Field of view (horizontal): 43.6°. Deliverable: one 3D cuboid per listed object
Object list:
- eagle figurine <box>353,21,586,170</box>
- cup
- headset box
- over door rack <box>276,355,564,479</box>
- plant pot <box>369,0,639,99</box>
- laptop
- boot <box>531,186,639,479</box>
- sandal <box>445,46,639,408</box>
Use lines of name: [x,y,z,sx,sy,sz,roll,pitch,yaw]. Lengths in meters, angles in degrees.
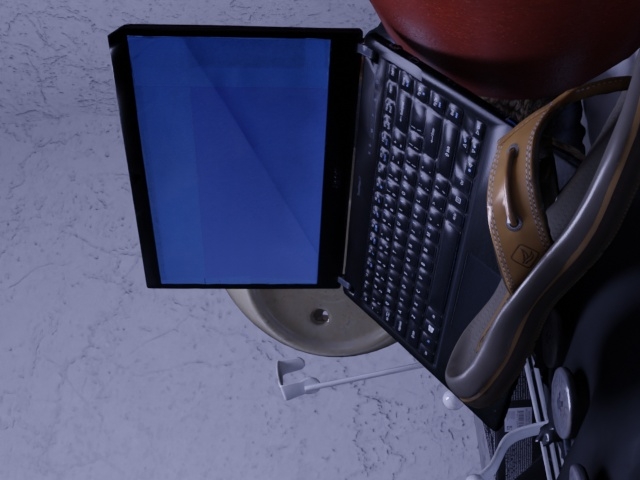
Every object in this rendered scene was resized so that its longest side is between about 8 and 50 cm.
eagle figurine: [0.133,-0.103,0.683,0.226,0.225,0.298,63,-167,-12]
cup: [0.019,-0.011,0.838,0.237,0.331,0.330,-80,-17,-69]
headset box: [0.251,0.131,1.019,0.293,0.110,0.218,-86,-10,-64]
over door rack: [0.125,0.237,0.868,0.108,0.325,0.239,-65,-38,-60]
plant pot: [0.105,-0.214,0.416,0.265,0.273,0.272,39,-135,-71]
laptop: [0.000,0.000,0.517,0.264,0.137,0.234,42,146,33]
boot: [0.187,0.053,0.362,0.445,0.146,0.366,-56,-25,-66]
sandal: [0.099,-0.015,0.368,0.090,0.060,0.219,-51,-13,-54]
